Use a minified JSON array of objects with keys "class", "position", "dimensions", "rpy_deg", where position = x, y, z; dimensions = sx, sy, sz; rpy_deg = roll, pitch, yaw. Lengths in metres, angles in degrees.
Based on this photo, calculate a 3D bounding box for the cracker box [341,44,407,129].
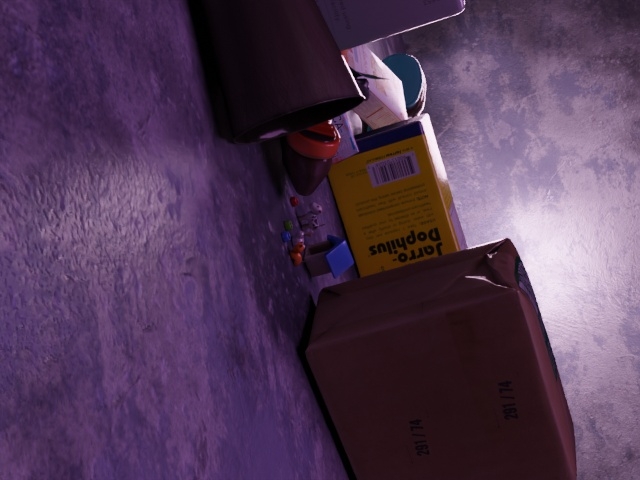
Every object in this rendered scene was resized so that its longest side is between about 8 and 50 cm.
[{"class":"cracker box","position":[0.089,-0.339,1.829],"dimensions":[0.232,0.067,0.156],"rpy_deg":[37,35,-37]}]

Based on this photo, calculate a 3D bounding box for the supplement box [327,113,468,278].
[{"class":"supplement box","position":[0.158,-0.039,1.651],"dimensions":[0.194,0.195,0.357],"rpy_deg":[-46,119,-74]}]

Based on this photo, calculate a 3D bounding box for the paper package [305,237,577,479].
[{"class":"paper package","position":[0.172,0.202,1.203],"dimensions":[0.168,0.309,0.325],"rpy_deg":[-74,145,-65]}]

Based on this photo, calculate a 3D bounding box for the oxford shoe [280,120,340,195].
[{"class":"oxford shoe","position":[-0.031,-0.159,1.320],"dimensions":[0.271,0.096,0.098],"rpy_deg":[-93,-163,-63]}]

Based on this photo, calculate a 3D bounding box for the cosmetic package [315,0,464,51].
[{"class":"cosmetic package","position":[0.042,-0.510,1.431],"dimensions":[0.394,0.327,0.330],"rpy_deg":[-68,141,-67]}]

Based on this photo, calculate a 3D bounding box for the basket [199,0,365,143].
[{"class":"basket","position":[-0.064,-0.259,1.109],"dimensions":[0.204,0.154,0.227],"rpy_deg":[-19,89,-48]}]

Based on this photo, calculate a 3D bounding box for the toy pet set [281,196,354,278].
[{"class":"toy pet set","position":[0.000,0.000,1.255],"dimensions":[0.122,0.065,0.114],"rpy_deg":[-81,152,-58]}]

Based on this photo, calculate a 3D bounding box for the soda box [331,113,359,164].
[{"class":"soda box","position":[0.003,-0.224,1.480],"dimensions":[0.063,0.058,0.183],"rpy_deg":[22,-45,62]}]

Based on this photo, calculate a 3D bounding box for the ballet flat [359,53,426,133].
[{"class":"ballet flat","position":[0.162,-0.266,2.075],"dimensions":[0.483,0.163,0.182],"rpy_deg":[-78,172,-51]}]

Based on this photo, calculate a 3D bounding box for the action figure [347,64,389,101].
[{"class":"action figure","position":[-0.028,-0.253,1.278],"dimensions":[0.232,0.137,0.064],"rpy_deg":[9,87,-40]}]
